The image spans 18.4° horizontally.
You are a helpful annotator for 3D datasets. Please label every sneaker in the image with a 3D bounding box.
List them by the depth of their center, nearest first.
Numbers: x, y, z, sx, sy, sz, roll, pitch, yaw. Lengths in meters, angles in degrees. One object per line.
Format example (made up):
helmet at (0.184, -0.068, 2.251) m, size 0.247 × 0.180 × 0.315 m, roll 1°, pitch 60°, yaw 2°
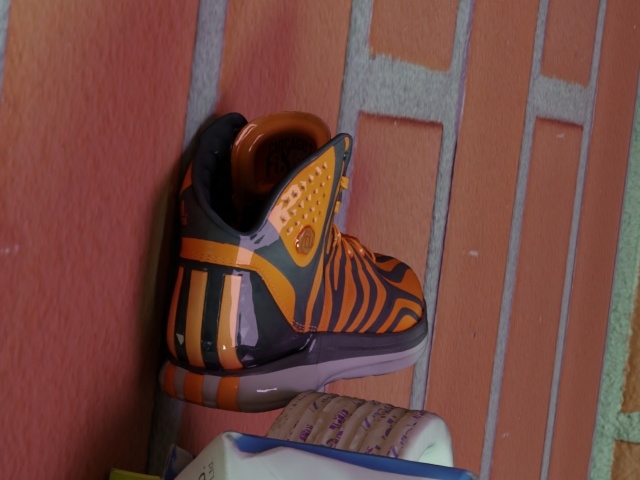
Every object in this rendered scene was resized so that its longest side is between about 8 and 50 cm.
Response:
sneaker at (0.000, 0.000, 1.346) m, size 0.321 × 0.124 × 0.180 m, roll -21°, pitch 118°, yaw -68°

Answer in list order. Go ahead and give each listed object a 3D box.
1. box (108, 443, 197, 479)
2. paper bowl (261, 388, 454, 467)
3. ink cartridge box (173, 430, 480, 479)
box at (-0.111, 0.221, 1.244) m, size 0.109 × 0.042 × 0.178 m, roll 44°, pitch 56°, yaw -67°
paper bowl at (-0.016, 0.234, 1.225) m, size 0.284 × 0.148 × 0.284 m, roll 9°, pitch 90°, yaw -74°
ink cartridge box at (-0.069, 0.303, 0.931) m, size 0.151 × 0.395 × 0.270 m, roll 16°, pitch 48°, yaw -29°
